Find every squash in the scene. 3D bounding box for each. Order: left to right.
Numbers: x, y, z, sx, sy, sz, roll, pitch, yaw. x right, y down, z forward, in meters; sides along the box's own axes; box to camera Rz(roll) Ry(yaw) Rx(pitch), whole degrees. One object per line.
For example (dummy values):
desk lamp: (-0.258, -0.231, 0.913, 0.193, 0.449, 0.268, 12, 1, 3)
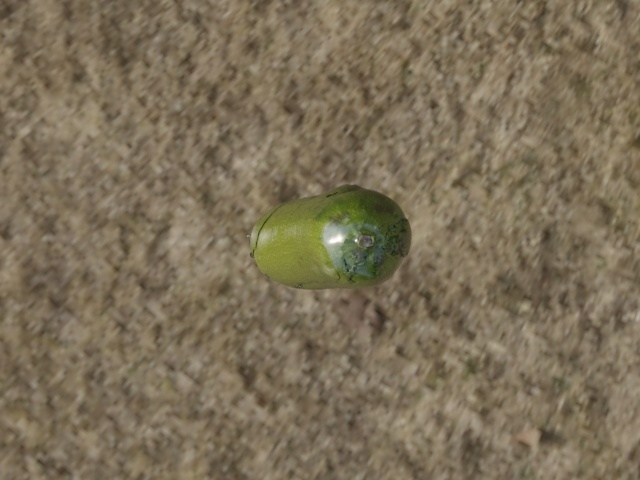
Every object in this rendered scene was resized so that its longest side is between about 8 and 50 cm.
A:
squash: (0.001, 0.002, 1.267, 0.087, 0.087, 0.331, 50, 165, -9)
